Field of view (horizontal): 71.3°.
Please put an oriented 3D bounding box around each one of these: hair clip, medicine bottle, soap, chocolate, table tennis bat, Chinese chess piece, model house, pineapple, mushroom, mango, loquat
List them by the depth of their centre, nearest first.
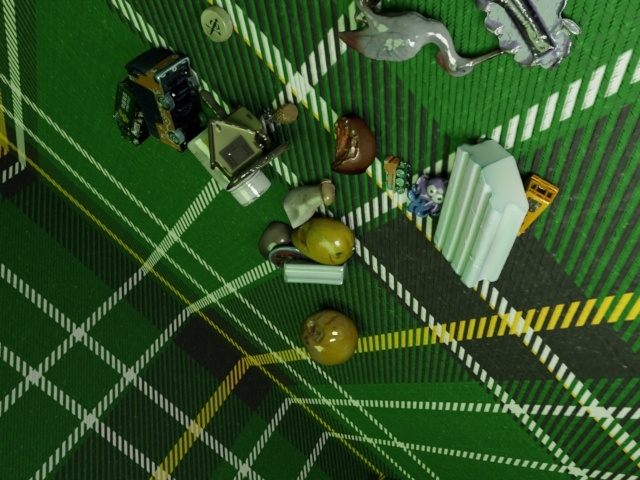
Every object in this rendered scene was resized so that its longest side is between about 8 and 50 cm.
[{"bbox_3d":[0.343,-0.365,0.740,0.195,0.052,0.124,44,146,-11],"label":"hair clip"},{"bbox_3d":[0.351,-0.054,0.988,0.289,0.095,0.173,90,161,-44],"label":"soap"},{"bbox_3d":[0.076,-0.237,1.088,0.124,0.127,0.133,31,132,28],"label":"chocolate"},{"bbox_3d":[-0.258,-0.539,1.113,0.084,0.034,0.084,24,144,19],"label":"Chinese chess piece"},{"bbox_3d":[-0.111,-0.341,1.214,0.124,0.058,0.058,13,142,55],"label":"pineapple"},{"bbox_3d":[-0.250,-0.302,1.221,0.279,0.205,0.218,54,169,-12],"label":"model house"},{"bbox_3d":[-0.038,-0.124,1.371,0.225,0.093,0.116,-30,75,37],"label":"mushroom"},{"bbox_3d":[-0.282,-0.241,1.401,0.143,0.143,0.258,-12,123,50],"label":"medicine bottle"},{"bbox_3d":[0.000,0.000,1.441,0.167,0.130,0.262,42,157,-23],"label":"mango"},{"bbox_3d":[-0.018,0.105,1.498,0.198,0.119,0.067,2,94,7],"label":"soap"},{"bbox_3d":[-0.064,0.068,1.587,0.244,0.040,0.153,4,147,7],"label":"table tennis bat"},{"bbox_3d":[-0.167,0.018,1.652,0.141,0.117,0.188,44,153,11],"label":"mushroom"},{"bbox_3d":[0.039,0.389,1.807,0.244,0.244,0.244,25,145,19],"label":"loquat"}]

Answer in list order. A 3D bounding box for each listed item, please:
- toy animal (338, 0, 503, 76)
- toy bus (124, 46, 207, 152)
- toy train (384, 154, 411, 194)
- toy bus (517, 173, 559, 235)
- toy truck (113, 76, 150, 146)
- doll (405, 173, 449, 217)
[{"bbox_3d":[0.163,-0.392,0.844,0.324,0.090,0.195,40,138,-7],"label":"toy animal"},{"bbox_3d":[-0.459,-0.426,1.351,0.167,0.138,0.275,28,148,17],"label":"toy bus"},{"bbox_3d":[0.194,-0.163,1.139,0.064,0.044,0.103,23,142,26],"label":"toy train"},{"bbox_3d":[0.447,-0.065,0.989,0.069,0.074,0.162,32,147,10],"label":"toy bus"},{"bbox_3d":[-0.639,-0.440,1.547,0.121,0.088,0.259,41,146,-7],"label":"toy truck"},{"bbox_3d":[0.270,-0.106,1.119,0.110,0.067,0.206,47,158,2],"label":"doll"}]
